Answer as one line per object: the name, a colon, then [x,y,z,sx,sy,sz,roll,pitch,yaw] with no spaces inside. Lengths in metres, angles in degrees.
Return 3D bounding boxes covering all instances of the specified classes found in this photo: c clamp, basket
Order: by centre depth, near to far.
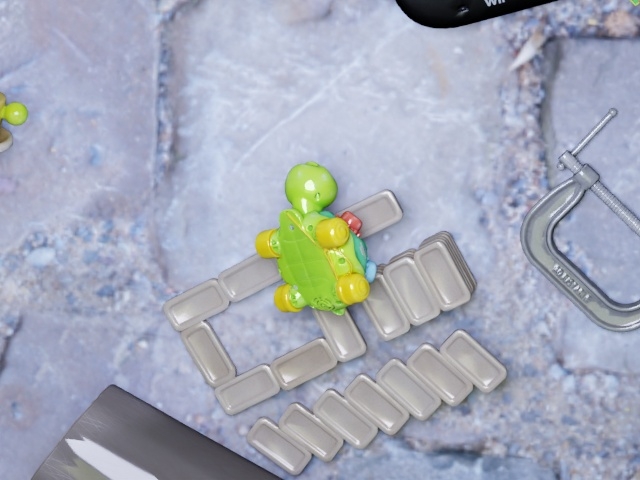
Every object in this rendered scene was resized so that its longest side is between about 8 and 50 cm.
c clamp: [0.244,-0.007,1.434,0.137,0.022,0.160,-40,94,11]
basket: [-0.129,0.240,1.459,0.227,0.154,0.204,39,101,1]

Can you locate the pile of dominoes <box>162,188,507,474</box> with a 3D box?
pile of dominoes: [0.017,0.082,1.480,0.251,0.040,0.196,-27,97,18]

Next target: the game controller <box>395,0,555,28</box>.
game controller: [0.199,-0.280,1.365,0.319,0.067,0.166,-14,99,9]

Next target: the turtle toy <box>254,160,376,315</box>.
turtle toy: [0.000,0.000,1.404,0.095,0.066,0.130,-9,104,42]

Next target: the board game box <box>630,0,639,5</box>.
board game box: [0.216,-0.279,1.316,0.181,0.043,0.092,42,110,-15]

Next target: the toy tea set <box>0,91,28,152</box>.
toy tea set: [-0.417,-0.141,1.391,0.336,0.200,0.124,11,110,9]
